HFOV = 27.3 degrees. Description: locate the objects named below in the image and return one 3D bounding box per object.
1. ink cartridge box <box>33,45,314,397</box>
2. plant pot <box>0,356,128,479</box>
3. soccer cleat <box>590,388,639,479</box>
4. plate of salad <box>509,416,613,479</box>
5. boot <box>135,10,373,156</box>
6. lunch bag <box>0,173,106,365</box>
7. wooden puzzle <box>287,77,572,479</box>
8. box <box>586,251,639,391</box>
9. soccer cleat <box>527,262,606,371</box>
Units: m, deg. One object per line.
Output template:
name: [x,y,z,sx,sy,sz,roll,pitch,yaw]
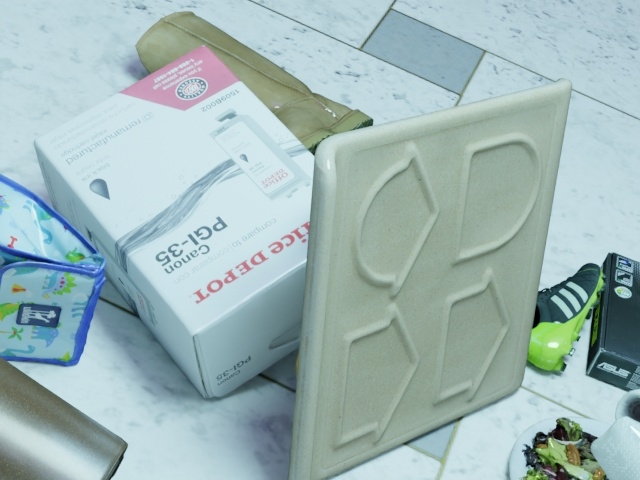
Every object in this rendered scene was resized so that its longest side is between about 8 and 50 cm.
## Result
ink cartridge box: [-0.105,-0.024,1.240,0.207,0.117,0.283,-32,58,-19]
plant pot: [-0.242,0.165,0.968,0.165,0.167,0.167,30,37,-1]
soccer cleat: [0.355,0.177,1.214,0.143,0.116,0.331,44,25,19]
plate of salad: [0.271,0.232,1.214,0.199,0.048,0.200,13,38,-10]
boot: [-0.099,-0.156,1.493,0.269,0.089,0.236,32,25,12]
lunch bag: [-0.263,0.032,1.138,0.151,0.129,0.096,27,42,5]
wooden puzzle: [0.086,0.028,1.171,0.080,0.322,0.347,25,31,37]
box: [0.388,0.109,1.428,0.190,0.045,0.184,22,34,2]
soccer cleat: [0.253,0.070,1.401,0.072,0.060,0.179,27,40,11]
